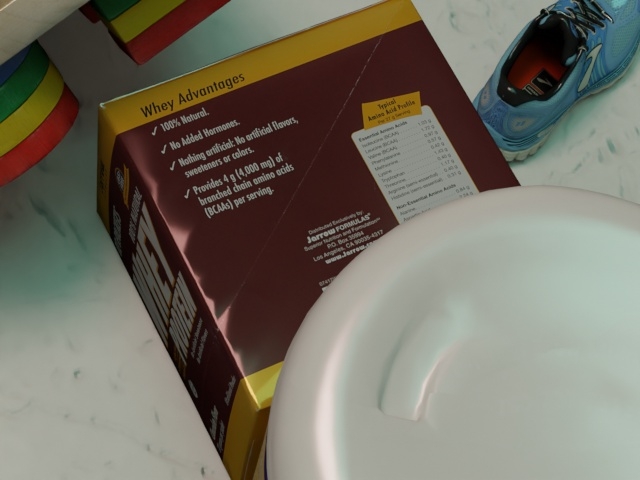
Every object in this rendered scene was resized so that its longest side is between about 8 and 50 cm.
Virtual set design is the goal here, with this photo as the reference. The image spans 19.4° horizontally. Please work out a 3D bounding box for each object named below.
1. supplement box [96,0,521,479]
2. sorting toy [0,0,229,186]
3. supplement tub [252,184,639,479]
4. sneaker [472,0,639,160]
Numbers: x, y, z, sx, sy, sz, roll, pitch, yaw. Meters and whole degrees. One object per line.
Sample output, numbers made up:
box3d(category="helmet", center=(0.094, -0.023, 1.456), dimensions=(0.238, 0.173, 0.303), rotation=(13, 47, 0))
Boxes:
box3d(category="supplement box", center=(0.000, 0.000, 1.046), dimensions=(0.191, 0.129, 0.194), rotation=(-22, 69, -17))
box3d(category="sorting toy", center=(-0.162, -0.135, 1.044), dimensions=(0.255, 0.089, 0.257), rotation=(-37, 28, -5))
box3d(category="supplement tub", center=(0.080, 0.148, 0.871), dimensions=(0.241, 0.331, 0.241), rotation=(3, 64, -6))
box3d(category="sneaker", center=(0.156, -0.119, 1.156), dimensions=(0.063, 0.073, 0.162), rotation=(36, 65, 10))
